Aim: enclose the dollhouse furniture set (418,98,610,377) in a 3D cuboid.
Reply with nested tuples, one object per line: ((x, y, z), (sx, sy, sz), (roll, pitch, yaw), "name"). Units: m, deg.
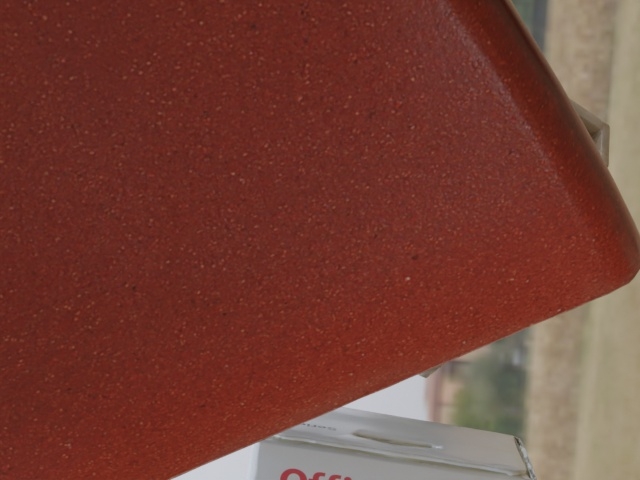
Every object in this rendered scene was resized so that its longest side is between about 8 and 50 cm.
((0.013, 0.015, 0.967), (0.174, 0.303, 0.355), (-45, 22, 40), "dollhouse furniture set")

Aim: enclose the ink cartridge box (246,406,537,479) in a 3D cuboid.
((0.025, 0.207, 0.872), (0.093, 0.154, 0.212), (-82, 1, -80), "ink cartridge box")

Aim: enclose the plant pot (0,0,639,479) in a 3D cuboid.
((-0.070, -0.097, 0.572), (0.267, 0.267, 0.235), (-109, -5, -46), "plant pot")
